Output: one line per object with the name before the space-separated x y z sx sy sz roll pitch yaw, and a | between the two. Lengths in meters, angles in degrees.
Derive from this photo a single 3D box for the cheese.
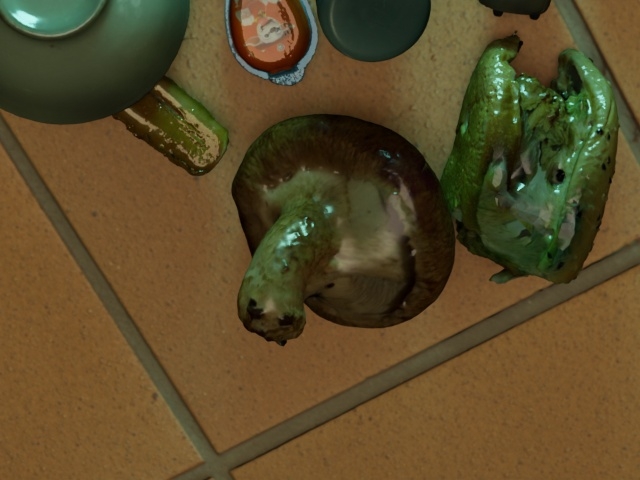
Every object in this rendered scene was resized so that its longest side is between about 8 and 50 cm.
cheese | -0.074 -0.299 1.578 0.106 0.037 0.256 -15 106 6

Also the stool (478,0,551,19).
stool | 0.223 -0.308 1.531 0.096 0.096 0.110 9 113 1

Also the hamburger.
hamburger | 0.240 -0.078 1.559 0.167 0.192 0.288 10 108 -10

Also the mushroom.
mushroom | 0.027 -0.011 1.562 0.267 0.254 0.267 -2 117 -5

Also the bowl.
bowl | -0.288 -0.277 1.499 0.289 0.146 0.289 0 89 -4

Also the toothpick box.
toothpick box | 0.050 -0.282 1.497 0.120 0.184 0.120 -3 121 -4

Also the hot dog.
hot dog | -0.232 -0.184 1.611 0.289 0.068 0.083 39 82 -4
